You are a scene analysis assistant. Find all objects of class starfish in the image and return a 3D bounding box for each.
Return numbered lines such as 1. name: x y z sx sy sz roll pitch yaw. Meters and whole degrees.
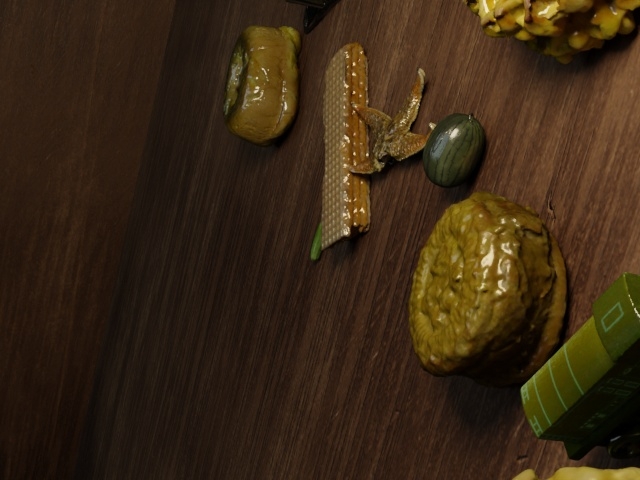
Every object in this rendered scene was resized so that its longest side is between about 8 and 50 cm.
1. starfish: 0.121 -0.184 1.534 0.247 0.050 0.138 -16 65 57

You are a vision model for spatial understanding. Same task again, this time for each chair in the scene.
1. chair: -0.030 -0.496 1.934 0.212 0.101 0.084 -27 56 61

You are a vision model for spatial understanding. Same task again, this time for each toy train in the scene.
1. toy train: 0.285 0.127 0.909 0.090 0.137 0.225 -102 32 -42

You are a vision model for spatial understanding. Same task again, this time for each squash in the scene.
1. squash: -0.001 -0.001 1.764 0.027 0.027 0.089 -109 33 -48

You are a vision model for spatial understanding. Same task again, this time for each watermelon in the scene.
1. watermelon: 0.183 -0.125 1.320 0.110 0.078 0.078 -67 26 17

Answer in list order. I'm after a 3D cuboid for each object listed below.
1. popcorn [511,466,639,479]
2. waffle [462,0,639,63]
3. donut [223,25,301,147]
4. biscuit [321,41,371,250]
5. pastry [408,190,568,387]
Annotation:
1. popcorn: 0.194 0.338 0.896 0.332 0.265 0.225 -50 29 20
2. waffle: 0.289 -0.362 1.092 0.261 0.151 0.324 -102 30 -47
3. donut: -0.127 -0.328 2.060 0.208 0.128 0.261 143 134 -59
4. biscuit: 0.045 -0.168 1.687 0.094 0.054 0.378 -37 48 57
5. pastry: 0.189 0.055 1.165 0.240 0.132 0.235 -50 38 48
